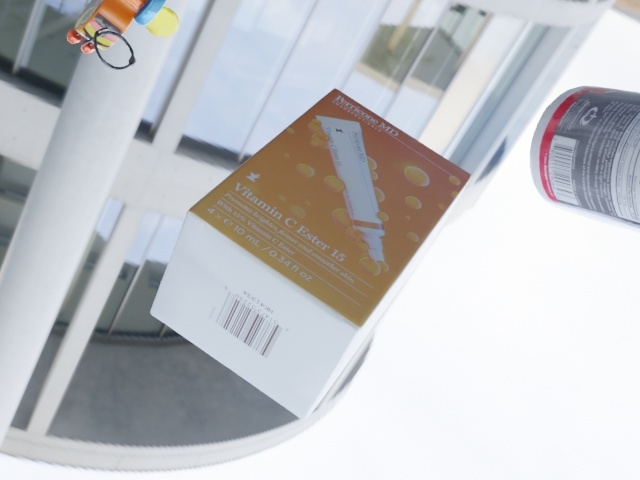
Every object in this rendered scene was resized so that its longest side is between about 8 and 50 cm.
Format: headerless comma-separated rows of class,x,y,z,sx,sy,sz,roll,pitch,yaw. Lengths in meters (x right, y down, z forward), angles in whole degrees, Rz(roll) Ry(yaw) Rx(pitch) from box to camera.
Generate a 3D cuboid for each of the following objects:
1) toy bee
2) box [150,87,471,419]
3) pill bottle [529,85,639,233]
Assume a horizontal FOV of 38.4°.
toy bee,-0.322,-0.363,1.389,0.195,0.162,0.298,54,-135,-17
box,0.000,0.000,1.076,0.215,0.168,0.345,33,-140,7
pill bottle,0.427,-0.090,1.137,0.176,0.176,0.318,10,-171,-33
